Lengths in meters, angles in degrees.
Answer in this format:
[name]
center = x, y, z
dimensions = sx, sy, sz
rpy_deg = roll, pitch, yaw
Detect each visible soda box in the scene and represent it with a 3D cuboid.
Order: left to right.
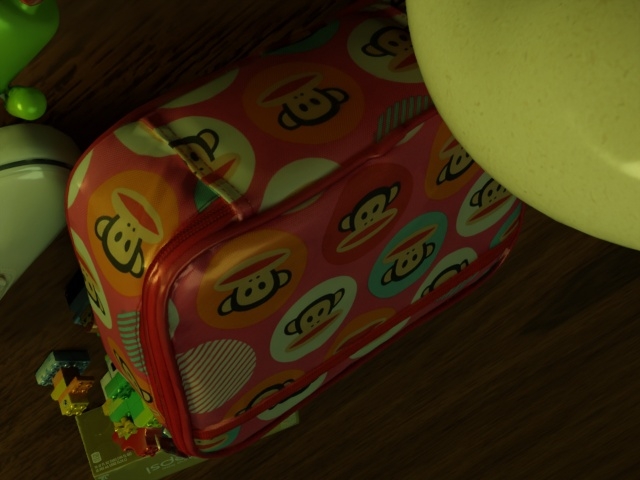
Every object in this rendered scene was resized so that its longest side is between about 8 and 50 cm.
[soda box]
center = -0.112, 0.154, 0.875
dimensions = 0.181, 0.061, 0.058
rpy_deg = -20, 148, -11

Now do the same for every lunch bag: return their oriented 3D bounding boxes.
[lunch bag]
center = 0.000, 0.000, 0.629
dimensions = 0.293, 0.120, 0.258
rpy_deg = -31, 148, -23

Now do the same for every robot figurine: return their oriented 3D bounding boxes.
[robot figurine]
center = -0.165, -0.095, 0.457
dimensions = 0.115, 0.067, 0.101
rpy_deg = -40, 120, 20

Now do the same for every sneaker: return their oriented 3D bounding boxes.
[sneaker]
center = -0.221, 0.040, 0.591
dimensions = 0.258, 0.091, 0.094
rpy_deg = -41, 146, 23

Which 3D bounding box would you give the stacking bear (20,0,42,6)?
[stacking bear]
center = -0.178, -0.161, 0.276
dimensions = 0.164, 0.175, 0.289
rpy_deg = -37, 157, 8

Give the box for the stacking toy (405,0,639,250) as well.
[stacking toy]
center = 0.296, -0.066, 0.500
dimensions = 0.350, 0.351, 0.480
rpy_deg = -37, 136, 16

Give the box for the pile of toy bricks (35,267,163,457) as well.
[pile of toy bricks]
center = -0.125, 0.089, 0.725
dimensions = 0.118, 0.105, 0.212
rpy_deg = 7, 135, -43
